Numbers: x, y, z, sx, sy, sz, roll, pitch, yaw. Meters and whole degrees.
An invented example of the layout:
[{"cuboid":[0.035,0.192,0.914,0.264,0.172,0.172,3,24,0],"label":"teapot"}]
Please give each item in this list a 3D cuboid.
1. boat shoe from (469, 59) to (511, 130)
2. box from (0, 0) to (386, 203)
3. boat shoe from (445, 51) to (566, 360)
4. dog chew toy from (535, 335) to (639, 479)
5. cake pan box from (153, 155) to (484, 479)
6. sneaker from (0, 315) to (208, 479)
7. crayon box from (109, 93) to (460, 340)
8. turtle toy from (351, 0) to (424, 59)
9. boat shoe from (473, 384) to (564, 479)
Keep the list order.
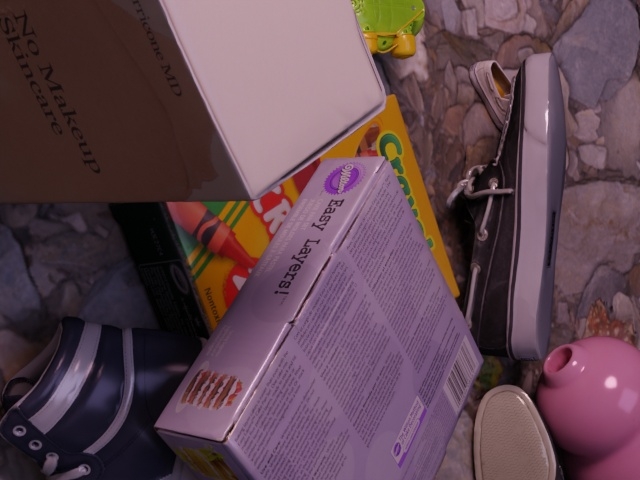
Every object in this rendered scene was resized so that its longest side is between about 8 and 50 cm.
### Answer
[{"cuboid":[0.199,-0.152,1.099,0.100,0.035,0.035,54,56,-21],"label":"boat shoe"},{"cuboid":[-0.125,-0.111,0.644,0.121,0.311,0.148,-39,115,-35],"label":"box"},{"cuboid":[0.185,-0.036,1.031,0.113,0.105,0.306,-6,99,-67],"label":"boat shoe"},{"cuboid":[0.356,0.226,1.094,0.332,0.206,0.207,43,61,-18],"label":"dog chew toy"},{"cuboid":[0.021,0.106,0.766,0.267,0.070,0.246,-60,139,-31],"label":"cake pan box"},{"cuboid":[-0.170,0.190,0.726,0.153,0.099,0.282,18,89,-19],"label":"sneaker"},{"cuboid":[0.000,0.000,0.892,0.318,0.081,0.202,-28,103,-38],"label":"crayon box"},{"cuboid":[0.053,-0.214,0.965,0.130,0.066,0.095,-4,90,-40],"label":"turtle toy"},{"cuboid":[0.213,0.260,1.057,0.079,0.084,0.233,-11,85,-75],"label":"boat shoe"}]
